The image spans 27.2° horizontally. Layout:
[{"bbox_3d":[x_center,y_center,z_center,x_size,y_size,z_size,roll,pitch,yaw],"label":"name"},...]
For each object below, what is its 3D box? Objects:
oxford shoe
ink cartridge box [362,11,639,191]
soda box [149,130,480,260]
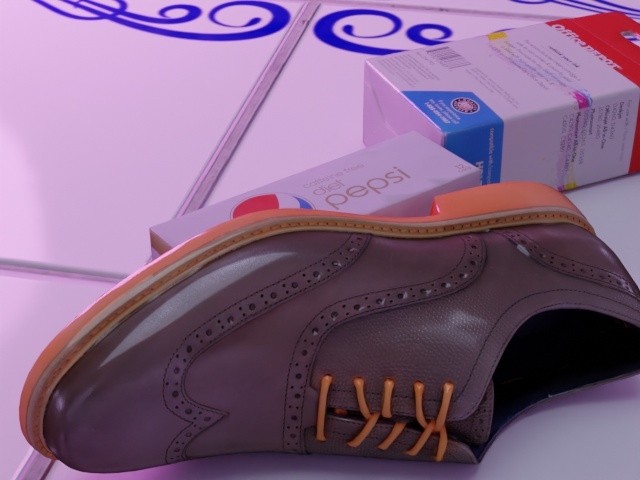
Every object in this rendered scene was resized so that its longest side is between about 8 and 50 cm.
[{"bbox_3d":[0.024,0.061,0.716,0.364,0.130,0.132,-16,42,-22],"label":"oxford shoe"},{"bbox_3d":[0.163,-0.101,1.005,0.231,0.078,0.134,-14,35,-19],"label":"ink cartridge box"},{"bbox_3d":[0.000,0.000,0.860,0.216,0.069,0.074,-23,38,-29],"label":"soda box"}]
